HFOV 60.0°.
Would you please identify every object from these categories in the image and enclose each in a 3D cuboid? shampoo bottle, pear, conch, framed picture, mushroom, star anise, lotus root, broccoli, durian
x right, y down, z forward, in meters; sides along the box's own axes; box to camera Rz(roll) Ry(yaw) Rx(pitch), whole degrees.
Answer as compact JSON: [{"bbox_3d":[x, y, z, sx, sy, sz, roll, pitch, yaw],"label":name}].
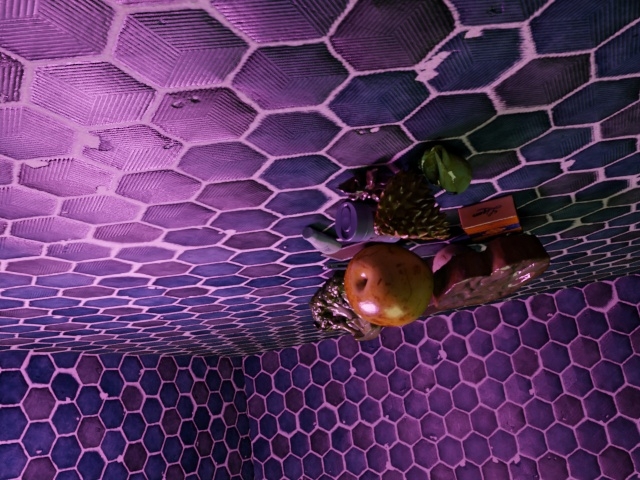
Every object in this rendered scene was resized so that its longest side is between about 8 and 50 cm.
[{"bbox_3d":[0.000,0.000,1.604,0.069,0.041,0.191,-9,164,20],"label":"shampoo bottle"},{"bbox_3d":[0.217,0.140,1.744,0.281,0.280,0.280,-8,163,-2],"label":"pear"},{"bbox_3d":[0.274,-0.149,1.199,0.095,0.079,0.201,-14,150,39],"label":"conch"},{"bbox_3d":[0.111,0.032,1.813,0.183,0.011,0.142,-18,161,29],"label":"framed picture"},{"bbox_3d":[0.475,0.085,1.958,0.166,0.166,0.127,-7,-153,-7],"label":"mushroom"},{"bbox_3d":[0.115,-0.117,1.243,0.124,0.056,0.129,-24,148,28],"label":"star anise"},{"bbox_3d":[0.542,0.114,1.790,0.390,0.111,0.375,-28,153,21],"label":"lotus root"},{"bbox_3d":[0.129,0.237,2.063,0.321,0.283,0.303,-8,134,-30],"label":"broccoli"},{"bbox_3d":[0.207,-0.074,1.246,0.154,0.186,0.260,-4,-168,21],"label":"durian"}]

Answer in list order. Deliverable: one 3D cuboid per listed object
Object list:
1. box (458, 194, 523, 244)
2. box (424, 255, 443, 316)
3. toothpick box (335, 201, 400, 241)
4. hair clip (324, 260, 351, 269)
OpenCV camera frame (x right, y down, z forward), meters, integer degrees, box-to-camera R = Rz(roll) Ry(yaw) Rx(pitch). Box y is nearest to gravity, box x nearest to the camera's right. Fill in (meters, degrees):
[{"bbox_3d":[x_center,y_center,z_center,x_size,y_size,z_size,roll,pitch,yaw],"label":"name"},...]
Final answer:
[{"bbox_3d":[0.507,-0.055,1.632,0.152,0.070,0.237,-15,161,22],"label":"box"},{"bbox_3d":[0.427,0.180,2.163,0.143,0.184,0.273,8,156,-34],"label":"box"},{"bbox_3d":[0.127,-0.046,1.415,0.153,0.101,0.101,0,161,-31],"label":"toothpick box"},{"bbox_3d":[0.143,0.089,1.944,0.275,0.048,0.083,-3,-174,-12],"label":"hair clip"}]
